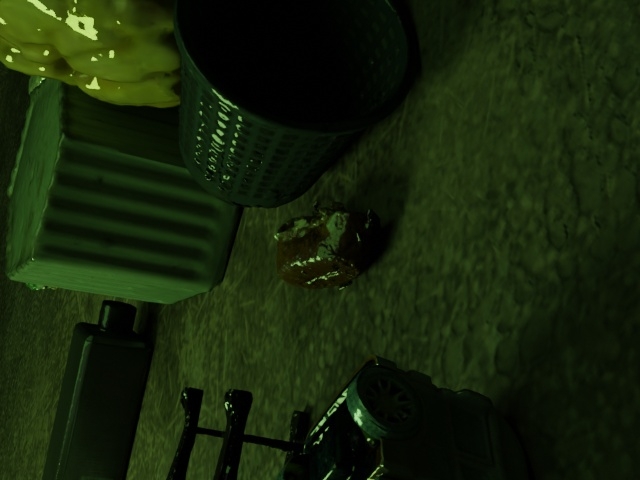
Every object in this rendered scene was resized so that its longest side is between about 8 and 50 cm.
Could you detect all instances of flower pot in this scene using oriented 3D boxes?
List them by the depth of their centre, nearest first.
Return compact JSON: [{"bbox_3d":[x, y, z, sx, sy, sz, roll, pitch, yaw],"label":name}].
[{"bbox_3d":[-0.204,-0.055,1.016,0.239,0.190,0.209,-19,63,61],"label":"flower pot"}]

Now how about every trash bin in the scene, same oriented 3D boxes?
[{"bbox_3d":[-0.034,-0.111,0.752,0.161,0.175,0.175,120,151,-58],"label":"trash bin"}]

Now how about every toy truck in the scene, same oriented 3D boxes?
[{"bbox_3d":[0.057,0.189,0.478,0.256,0.140,0.108,-90,26,-47],"label":"toy truck"}]

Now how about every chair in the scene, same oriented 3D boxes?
[{"bbox_3d":[-0.048,0.225,0.693,0.106,0.113,0.229,-16,63,63],"label":"chair"}]

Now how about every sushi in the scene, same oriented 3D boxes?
[{"bbox_3d":[0.003,0.001,0.739,0.118,0.061,0.060,-9,62,41],"label":"sushi"}]

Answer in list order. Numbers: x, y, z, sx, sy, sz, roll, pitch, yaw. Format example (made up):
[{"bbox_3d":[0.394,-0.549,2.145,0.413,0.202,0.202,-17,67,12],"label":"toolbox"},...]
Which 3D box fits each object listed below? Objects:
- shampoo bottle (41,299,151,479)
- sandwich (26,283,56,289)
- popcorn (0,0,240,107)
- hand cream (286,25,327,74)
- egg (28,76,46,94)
[{"bbox_3d":[-0.258,0.191,1.151,0.079,0.080,0.246,20,98,63],"label":"shampoo bottle"},{"bbox_3d":[-0.303,-0.006,1.309,0.160,0.109,0.184,22,98,43],"label":"sandwich"},{"bbox_3d":[-0.197,-0.309,0.864,0.344,0.354,0.390,-71,-32,-56],"label":"popcorn"},{"bbox_3d":[0.022,-0.196,0.788,0.194,0.042,0.067,-44,41,43],"label":"hand cream"},{"bbox_3d":[-0.280,-0.189,1.260,0.201,0.164,0.164,-52,37,36],"label":"egg"}]
